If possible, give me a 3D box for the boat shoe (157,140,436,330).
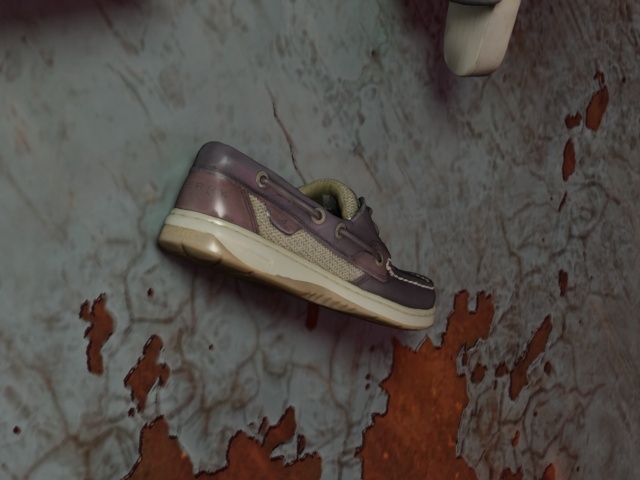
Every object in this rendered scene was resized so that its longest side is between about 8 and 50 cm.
[{"bbox_3d":[0.000,0.000,1.378,0.285,0.103,0.092,20,87,-47],"label":"boat shoe"}]

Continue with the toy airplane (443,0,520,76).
[{"bbox_3d":[0.136,-0.344,1.313,0.384,0.272,0.386,115,-17,-76],"label":"toy airplane"}]
